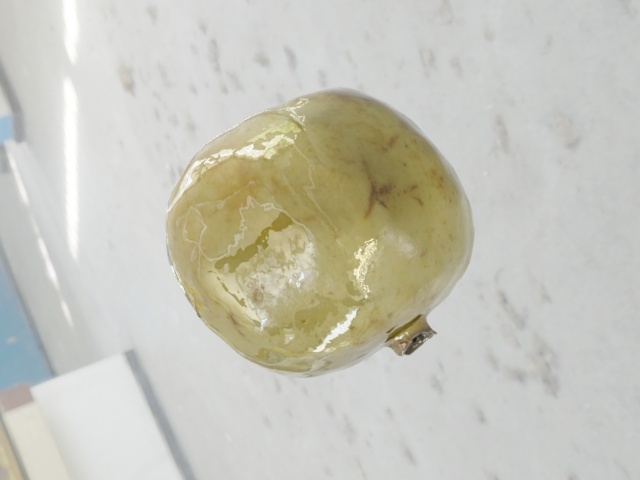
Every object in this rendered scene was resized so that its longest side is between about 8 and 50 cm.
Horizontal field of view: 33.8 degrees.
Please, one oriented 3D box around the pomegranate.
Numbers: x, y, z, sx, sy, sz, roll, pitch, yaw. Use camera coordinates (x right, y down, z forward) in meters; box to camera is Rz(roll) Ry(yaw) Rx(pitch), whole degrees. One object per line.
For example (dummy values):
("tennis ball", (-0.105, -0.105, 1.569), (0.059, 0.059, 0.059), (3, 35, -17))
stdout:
("pomegranate", (0.000, 0.000, 1.147), (0.332, 0.333, 0.332), (49, 151, 41))
